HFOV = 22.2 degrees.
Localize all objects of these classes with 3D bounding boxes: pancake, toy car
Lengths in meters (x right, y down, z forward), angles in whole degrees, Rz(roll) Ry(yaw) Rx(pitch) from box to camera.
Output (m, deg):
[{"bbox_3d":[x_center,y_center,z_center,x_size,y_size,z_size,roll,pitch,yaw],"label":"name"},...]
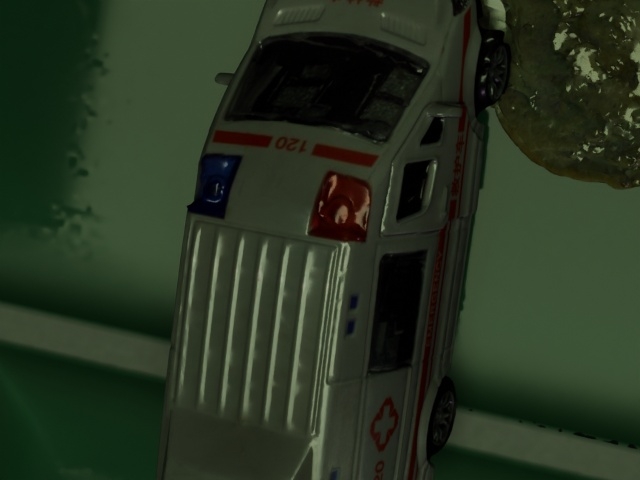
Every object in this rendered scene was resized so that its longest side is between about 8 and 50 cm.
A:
[{"bbox_3d":[0.114,-0.091,0.562,0.158,0.028,0.158,9,107,30],"label":"pancake"},{"bbox_3d":[0.000,0.000,0.564,0.089,0.108,0.209,12,98,25],"label":"toy car"}]
